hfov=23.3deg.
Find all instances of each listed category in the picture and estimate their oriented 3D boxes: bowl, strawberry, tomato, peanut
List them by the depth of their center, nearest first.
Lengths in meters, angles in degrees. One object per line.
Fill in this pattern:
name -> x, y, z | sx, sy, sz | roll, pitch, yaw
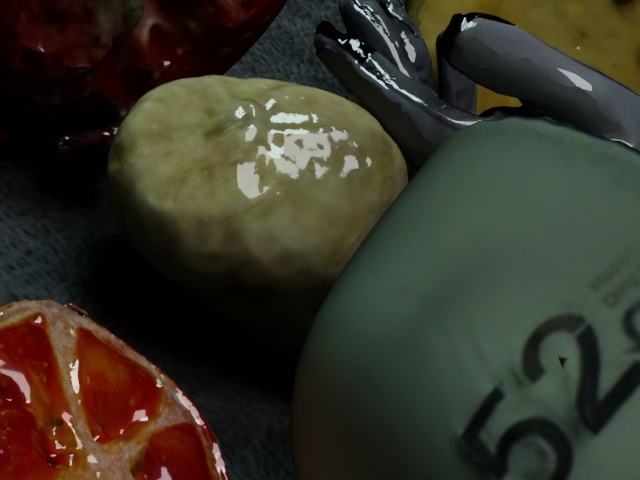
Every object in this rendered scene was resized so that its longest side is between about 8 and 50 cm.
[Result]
tomato -> -0.107, 0.103, 0.633 | 0.155, 0.069, 0.155 | 36, 31, -26
bowl -> 0.106, 0.141, 0.643 | 0.185, 0.354, 0.354 | -39, 77, -17
peanut -> 0.000, 0.000, 0.826 | 0.253, 0.137, 0.122 | 37, 36, -38
strawberry -> -0.138, -0.182, 0.854 | 0.274, 0.274, 0.220 | 26, -1, -24

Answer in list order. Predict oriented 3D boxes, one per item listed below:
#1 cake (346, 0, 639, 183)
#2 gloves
cake -> 0.178, -0.124, 1.093 | 0.332, 0.332, 0.321 | 34, -1, -10
gloves -> 0.126, -0.059, 0.870 | 0.285, 0.142, 0.119 | 27, 60, -7
